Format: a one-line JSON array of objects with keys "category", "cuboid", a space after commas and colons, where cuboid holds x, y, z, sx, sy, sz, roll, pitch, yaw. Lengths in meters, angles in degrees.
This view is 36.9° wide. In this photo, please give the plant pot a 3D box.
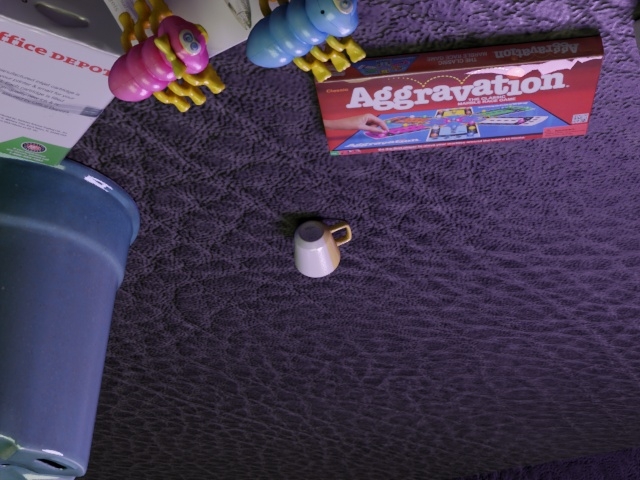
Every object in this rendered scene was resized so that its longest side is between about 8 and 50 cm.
[{"category": "plant pot", "cuboid": [-0.394, 0.111, 1.145, 0.341, 0.334, 0.341, -2, 153, -1]}]

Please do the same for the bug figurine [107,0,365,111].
[{"category": "bug figurine", "cuboid": [-0.103, -0.197, 0.635, 0.216, 0.072, 0.279, -29, 105, 34]}]

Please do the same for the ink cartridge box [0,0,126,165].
[{"category": "ink cartridge box", "cuboid": [-0.268, -0.163, 0.865, 0.153, 0.087, 0.208, 16, 150, -31]}]

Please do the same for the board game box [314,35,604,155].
[{"category": "board game box", "cuboid": [0.141, -0.146, 0.998, 0.281, 0.027, 0.145, -5, 153, 6]}]

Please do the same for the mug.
[{"category": "mug", "cuboid": [-0.004, 0.000, 1.271, 0.062, 0.078, 0.064, 24, 153, 23]}]

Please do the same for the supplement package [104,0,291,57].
[{"category": "supplement package", "cuboid": [-0.065, -0.210, 0.722, 0.179, 0.105, 0.105, -19, 111, 30]}]

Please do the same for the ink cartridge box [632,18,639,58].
[{"category": "ink cartridge box", "cuboid": [0.360, -0.177, 0.863, 0.135, 0.099, 0.056, -25, 146, 38]}]
